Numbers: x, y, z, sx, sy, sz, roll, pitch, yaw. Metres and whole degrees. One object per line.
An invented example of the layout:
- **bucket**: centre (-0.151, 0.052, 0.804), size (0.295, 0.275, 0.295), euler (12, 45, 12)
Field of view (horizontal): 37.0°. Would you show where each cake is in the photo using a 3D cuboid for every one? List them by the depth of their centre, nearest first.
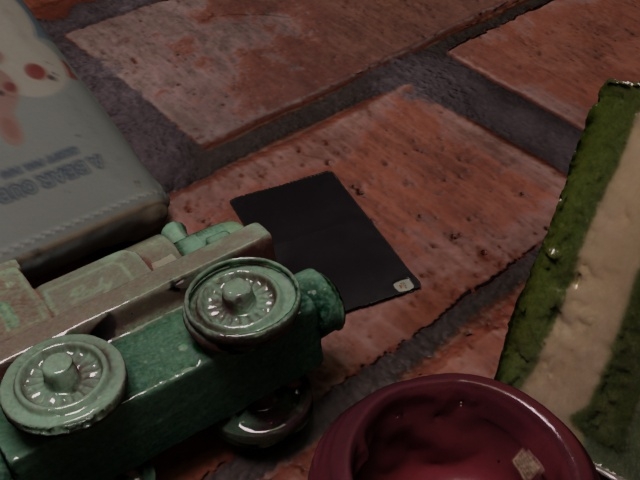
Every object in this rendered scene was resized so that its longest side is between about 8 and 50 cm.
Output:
- **cake**: centre (0.249, 0.013, 0.710), size (0.158, 0.283, 0.172), euler (25, 31, 24)

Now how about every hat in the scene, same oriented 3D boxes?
- **hat**: centre (0.090, 0.181, 0.649), size (0.205, 0.089, 0.205), euler (4, 42, -4)

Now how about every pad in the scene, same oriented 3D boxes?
- **pad**: centre (0.000, 0.000, 0.909), size (0.116, 0.004, 0.193), euler (-18, 45, -19)

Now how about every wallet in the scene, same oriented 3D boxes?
- **wallet**: centre (-0.325, -0.118, 0.862), size (0.252, 0.083, 0.360), euler (-29, 77, -43)

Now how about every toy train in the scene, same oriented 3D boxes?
- **toy train**: centre (-0.142, 0.079, 0.725), size (0.304, 0.150, 0.221), euler (-24, 41, -23)
